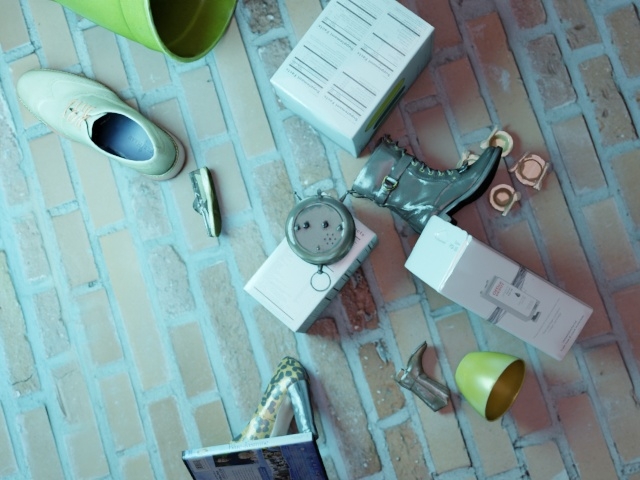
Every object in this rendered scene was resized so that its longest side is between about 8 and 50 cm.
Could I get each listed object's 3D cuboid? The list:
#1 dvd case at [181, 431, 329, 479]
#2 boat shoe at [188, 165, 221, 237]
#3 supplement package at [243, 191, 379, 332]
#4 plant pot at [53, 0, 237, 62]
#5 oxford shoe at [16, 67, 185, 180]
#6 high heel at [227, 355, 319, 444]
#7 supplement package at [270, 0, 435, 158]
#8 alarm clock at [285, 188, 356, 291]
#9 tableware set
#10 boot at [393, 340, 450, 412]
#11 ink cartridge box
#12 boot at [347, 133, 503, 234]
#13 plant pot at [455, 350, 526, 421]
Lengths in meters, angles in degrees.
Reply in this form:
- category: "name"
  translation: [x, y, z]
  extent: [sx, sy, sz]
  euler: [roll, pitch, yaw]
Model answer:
- category: "dvd case"
  translation: [-0.121, 0.440, 1.726]
  extent: [0.253, 0.180, 0.022]
  euler: [-10, 46, 5]
- category: "boat shoe"
  translation: [-0.238, -0.075, 1.844]
  extent: [0.049, 0.056, 0.152]
  euler: [-13, 73, 9]
- category: "supplement package"
  translation: [-0.013, 0.047, 1.764]
  extent: [0.139, 0.134, 0.244]
  euler: [40, 89, 9]
- category: "plant pot"
  translation: [-0.391, -0.571, 1.787]
  extent: [0.353, 0.366, 0.366]
  euler: [16, 86, 19]
- category: "oxford shoe"
  translation: [-0.465, -0.258, 1.835]
  extent: [0.397, 0.146, 0.140]
  euler: [25, 90, 9]
- category: "high heel"
  translation: [-0.125, 0.353, 1.792]
  extent: [0.261, 0.093, 0.186]
  euler: [-28, 53, 19]
- category: "supplement package"
  translation: [0.068, -0.337, 1.763]
  extent: [0.198, 0.199, 0.262]
  euler: [37, 89, 8]
- category: "alarm clock"
  translation: [0.000, 0.000, 1.670]
  extent: [0.129, 0.064, 0.192]
  euler: [-1, 86, 7]
- category: "tableware set"
  translation: [0.364, -0.142, 1.803]
  extent: [0.169, 0.020, 0.141]
  euler: [40, 89, 8]
- category: "boot"
  translation: [0.218, 0.269, 1.766]
  extent: [0.114, 0.037, 0.106]
  euler: [36, 102, 11]
- category: "ink cartridge box"
  translation: [0.318, 0.084, 1.641]
  extent: [0.283, 0.207, 0.117]
  euler: [29, 94, -16]
- category: "boot"
  translation: [0.206, -0.138, 1.780]
  extent: [0.229, 0.091, 0.263]
  euler: [41, 90, 17]
- category: "plant pot"
  translation: [0.317, 0.266, 1.722]
  extent: [0.095, 0.134, 0.134]
  euler: [29, 87, 36]
